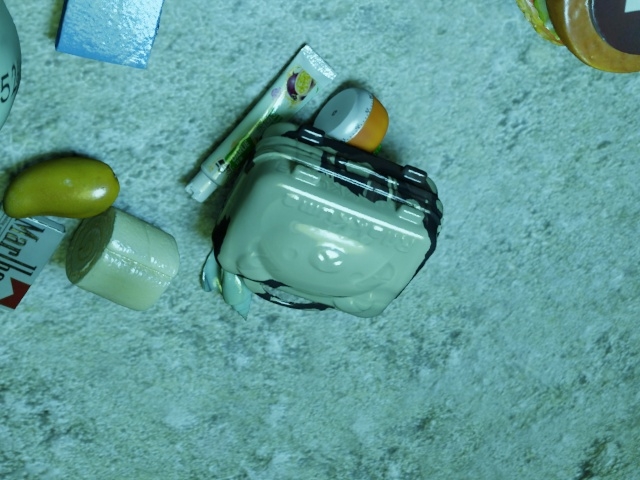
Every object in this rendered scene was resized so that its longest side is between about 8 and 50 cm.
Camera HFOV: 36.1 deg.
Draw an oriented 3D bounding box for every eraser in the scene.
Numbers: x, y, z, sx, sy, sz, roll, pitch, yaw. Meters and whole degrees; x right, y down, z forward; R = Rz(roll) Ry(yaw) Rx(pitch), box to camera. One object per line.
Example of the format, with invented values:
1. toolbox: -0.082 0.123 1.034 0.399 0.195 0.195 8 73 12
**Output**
1. eraser: -0.285 -0.411 1.426 0.144 0.042 0.312 8 118 -23

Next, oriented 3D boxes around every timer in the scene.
1. timer: 0.060 -0.186 1.666 0.136 0.099 0.136 -11 139 -10

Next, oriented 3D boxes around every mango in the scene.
1. mango: -0.414 -0.082 1.565 0.184 0.085 0.102 -7 107 -6

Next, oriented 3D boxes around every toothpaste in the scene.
1. toothpaste: -0.105 -0.187 1.635 0.314 0.056 0.058 -46 165 7

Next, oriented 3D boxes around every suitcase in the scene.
1. suitcase: 0.000 0.000 1.656 0.351 0.194 0.339 21 135 -15

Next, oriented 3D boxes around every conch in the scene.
1. conch: -0.162 0.074 1.777 0.065 0.088 0.180 -46 132 -44

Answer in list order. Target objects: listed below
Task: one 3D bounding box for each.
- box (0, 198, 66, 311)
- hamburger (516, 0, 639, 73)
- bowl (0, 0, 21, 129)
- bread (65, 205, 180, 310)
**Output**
1. box: -0.516 0.026 1.624 0.115 0.036 0.177 28 108 -32
2. hamburger: 0.469 -0.444 1.554 0.330 0.250 0.330 -8 126 -12
3. bowl: -0.588 -0.220 1.349 0.354 0.185 0.354 -9 123 -15
4. bread: -0.329 0.030 1.636 0.141 0.134 0.148 30 118 -36
